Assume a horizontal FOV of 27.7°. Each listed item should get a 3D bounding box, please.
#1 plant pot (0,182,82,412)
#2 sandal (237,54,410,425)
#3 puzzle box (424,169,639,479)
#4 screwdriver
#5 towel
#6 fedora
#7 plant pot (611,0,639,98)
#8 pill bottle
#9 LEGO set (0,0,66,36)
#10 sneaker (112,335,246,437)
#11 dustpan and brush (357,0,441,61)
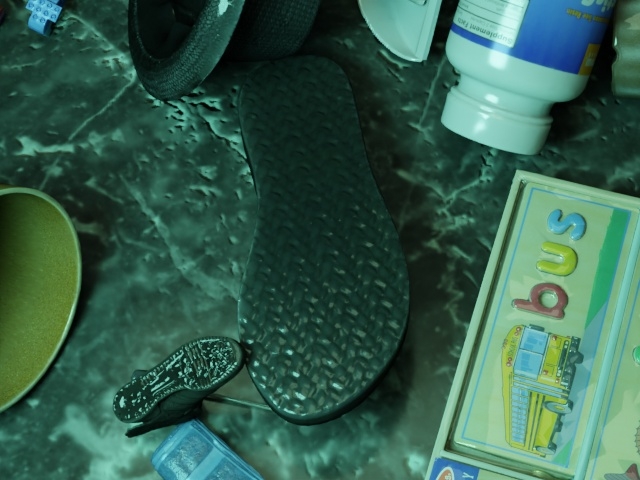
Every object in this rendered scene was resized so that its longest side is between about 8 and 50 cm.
[{"bbox_3d":[-0.413,0.027,1.295,0.254,0.237,0.237,19,69,27],"label":"plant pot"},{"bbox_3d":[0.002,-0.001,1.331,0.168,0.107,0.445,-6,53,4],"label":"sandal"},{"bbox_3d":[0.266,0.143,1.257,0.272,0.052,0.408,14,68,12],"label":"puzzle box"},{"bbox_3d":[-0.109,0.157,1.309,0.170,0.025,0.024,13,67,2],"label":"screwdriver"},{"bbox_3d":[-0.106,0.230,1.265,0.119,0.029,0.067,39,76,19],"label":"towel"},{"bbox_3d":[-0.089,-0.288,1.401,0.153,0.334,0.334,13,63,-27],"label":"fedora"},{"bbox_3d":[0.390,-0.211,1.352,0.165,0.167,0.167,3,66,16],"label":"plant pot"},{"bbox_3d":[0.217,-0.232,1.319,0.152,0.152,0.272,20,107,14],"label":"pill bottle"},{"bbox_3d":[-0.315,-0.315,1.459,0.087,0.093,0.227,27,93,0],"label":"LEGO set"},{"bbox_3d":[-0.133,0.143,1.249,0.170,0.089,0.051,-28,70,14],"label":"sneaker"},{"bbox_3d":[0.063,-0.305,1.457,0.060,0.147,0.211,-2,31,-24],"label":"dustpan and brush"}]
